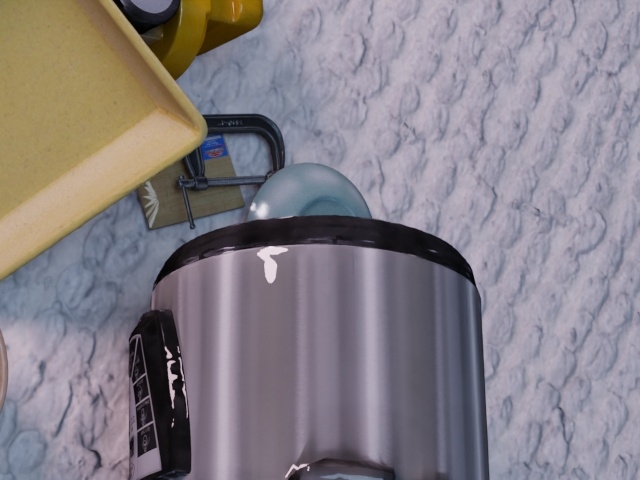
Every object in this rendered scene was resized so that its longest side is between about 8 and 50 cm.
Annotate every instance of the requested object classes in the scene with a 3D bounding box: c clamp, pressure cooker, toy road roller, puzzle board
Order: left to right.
[{"bbox_3d":[-0.201,-0.336,1.550,0.240,0.202,0.330,6,75,-43],"label":"toy road roller"},{"bbox_3d":[-0.160,-0.072,1.614,0.128,0.011,0.096,-15,85,-29],"label":"puzzle board"},{"bbox_3d":[-0.107,-0.089,1.628,0.160,0.022,0.137,-11,78,-32],"label":"c clamp"},{"bbox_3d":[-0.003,0.220,1.400,0.370,0.375,0.421,27,56,-49],"label":"pressure cooker"}]

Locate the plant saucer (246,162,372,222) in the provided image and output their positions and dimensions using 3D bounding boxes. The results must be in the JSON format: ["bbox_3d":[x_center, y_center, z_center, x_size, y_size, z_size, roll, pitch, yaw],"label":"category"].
[{"bbox_3d":[0.000,0.000,1.646,0.195,0.037,0.195,3,85,-35],"label":"plant saucer"}]

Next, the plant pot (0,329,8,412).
[{"bbox_3d":[-0.445,0.137,1.367,0.237,0.109,0.237,6,77,-28],"label":"plant pot"}]

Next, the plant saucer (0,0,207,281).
[{"bbox_3d":[-0.337,-0.160,1.409,0.332,0.081,0.333,-33,108,13],"label":"plant saucer"}]
